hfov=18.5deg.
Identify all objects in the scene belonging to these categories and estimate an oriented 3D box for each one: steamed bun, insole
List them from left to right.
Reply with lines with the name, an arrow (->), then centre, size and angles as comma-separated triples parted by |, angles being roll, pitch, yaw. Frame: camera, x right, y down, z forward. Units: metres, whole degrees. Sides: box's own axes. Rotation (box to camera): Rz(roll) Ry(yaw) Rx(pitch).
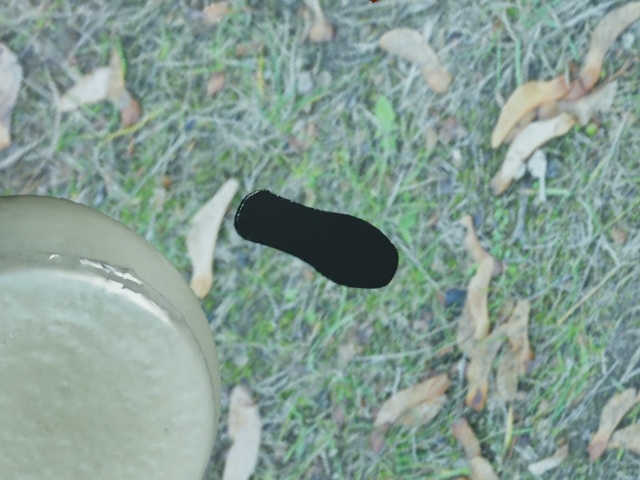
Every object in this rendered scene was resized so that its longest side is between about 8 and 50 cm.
steamed bun -> -0.174, 0.080, 1.071 | 0.232, 0.145, 0.232 | -6, 111, -17
insole -> 0.000, 0.000, 1.245 | 0.135, 0.002, 0.045 | 20, 95, -38

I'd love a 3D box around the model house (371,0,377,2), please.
model house -> 0.006, -0.216, 1.039 | 0.294, 0.207, 0.154 | 17, 102, -37
